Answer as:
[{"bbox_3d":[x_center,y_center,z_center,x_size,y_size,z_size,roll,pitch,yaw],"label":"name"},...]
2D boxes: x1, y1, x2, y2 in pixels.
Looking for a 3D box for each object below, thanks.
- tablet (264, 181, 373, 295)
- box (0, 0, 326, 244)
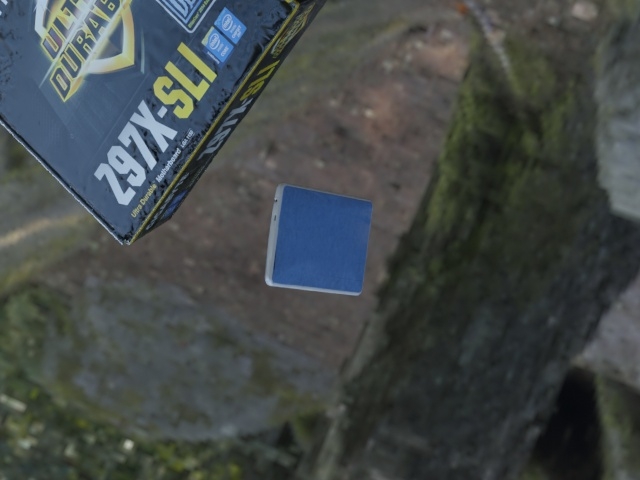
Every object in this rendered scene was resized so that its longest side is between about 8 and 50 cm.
[{"bbox_3d":[0.000,0.000,0.887,0.006,0.054,0.083,7,179,37],"label":"tablet"},{"bbox_3d":[-0.171,-0.191,1.485,0.257,0.079,0.322,44,126,6],"label":"box"}]
